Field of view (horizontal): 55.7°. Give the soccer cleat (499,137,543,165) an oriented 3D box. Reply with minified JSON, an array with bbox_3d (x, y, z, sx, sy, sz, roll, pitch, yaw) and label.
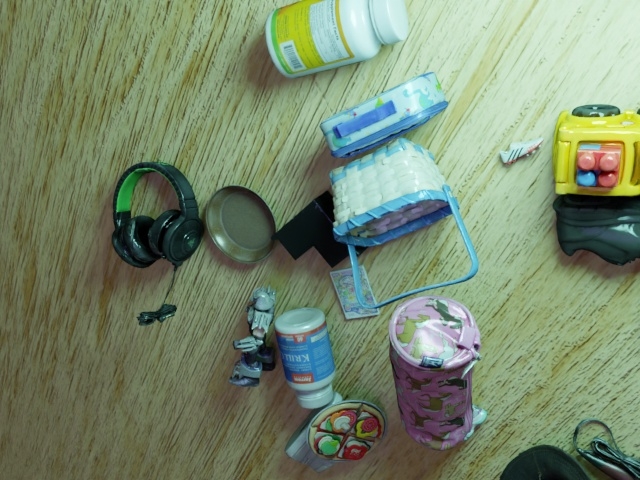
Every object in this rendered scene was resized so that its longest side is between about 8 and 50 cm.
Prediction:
[{"bbox_3d":[0.372,-0.172,1.124,0.083,0.029,0.035,-33,97,37],"label":"soccer cleat"}]

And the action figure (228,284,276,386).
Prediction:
[{"bbox_3d":[-0.158,0.228,1.472,0.099,0.185,0.284,14,124,8],"label":"action figure"}]

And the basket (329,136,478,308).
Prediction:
[{"bbox_3d":[0.154,-0.033,1.170,0.255,0.201,0.288,-20,70,32],"label":"basket"}]

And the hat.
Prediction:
[{"bbox_3d":[0.528,0.583,1.273,0.331,0.134,0.330,-179,90,-68],"label":"hat"}]

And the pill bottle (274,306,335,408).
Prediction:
[{"bbox_3d":[-0.031,0.283,1.452,0.125,0.124,0.221,-3,108,28],"label":"pill bottle"}]

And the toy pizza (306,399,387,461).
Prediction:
[{"bbox_3d":[0.066,0.470,1.470,0.202,0.032,0.201,-5,118,-9],"label":"toy pizza"}]

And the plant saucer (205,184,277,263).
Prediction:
[{"bbox_3d":[-0.183,-0.042,1.451,0.199,0.036,0.198,10,114,23],"label":"plant saucer"}]

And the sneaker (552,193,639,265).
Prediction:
[{"bbox_3d":[0.559,-0.017,1.061,0.287,0.109,0.130,8,123,31],"label":"sneaker"}]

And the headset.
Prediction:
[{"bbox_3d":[-0.418,0.003,1.500,0.244,0.185,0.393,-7,95,29],"label":"headset"}]

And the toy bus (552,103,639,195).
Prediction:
[{"bbox_3d":[0.485,-0.134,0.975,0.221,0.211,0.149,5,110,24],"label":"toy bus"}]

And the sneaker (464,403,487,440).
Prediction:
[{"bbox_3d":[0.324,0.403,1.374,0.069,0.038,0.098,36,112,12],"label":"sneaker"}]

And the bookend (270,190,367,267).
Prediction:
[{"bbox_3d":[0.000,0.000,1.354,0.157,0.072,0.156,50,124,0],"label":"bookend"}]

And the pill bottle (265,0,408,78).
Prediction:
[{"bbox_3d":[0.032,-0.397,1.141,0.246,0.136,0.136,-6,107,28],"label":"pill bottle"}]

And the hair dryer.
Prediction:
[{"bbox_3d":[0.661,0.494,1.234,0.224,0.080,0.293,-9,101,46],"label":"hair dryer"}]

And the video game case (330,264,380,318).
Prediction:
[{"bbox_3d":[0.079,0.120,1.398,0.087,0.011,0.121,-13,104,30],"label":"video game case"}]

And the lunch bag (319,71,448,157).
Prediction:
[{"bbox_3d":[0.117,-0.233,1.140,0.219,0.176,0.090,-20,98,31],"label":"lunch bag"}]

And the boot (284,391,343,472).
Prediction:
[{"bbox_3d":[0.019,0.493,1.543,0.123,0.095,0.258,33,124,-3],"label":"boot"}]

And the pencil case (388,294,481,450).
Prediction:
[{"bbox_3d":[0.230,0.277,1.220,0.160,0.167,0.386,-18,138,-5],"label":"pencil case"}]
